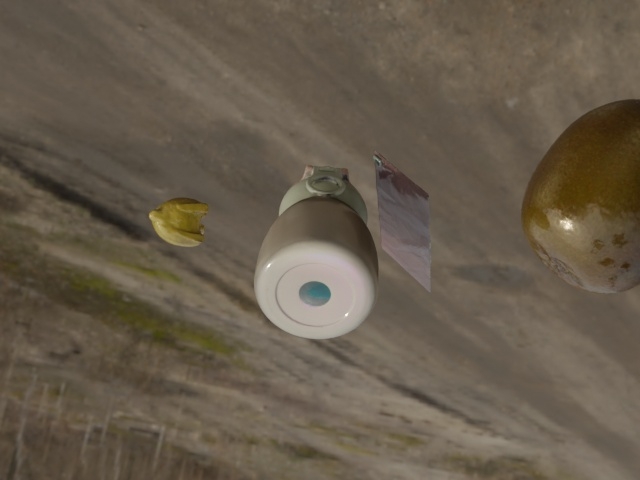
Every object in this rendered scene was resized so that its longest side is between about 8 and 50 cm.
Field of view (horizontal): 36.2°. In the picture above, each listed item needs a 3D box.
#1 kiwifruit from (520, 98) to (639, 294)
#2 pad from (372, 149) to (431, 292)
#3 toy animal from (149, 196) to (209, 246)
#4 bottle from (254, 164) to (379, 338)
[{"bbox_3d":[0.347,-0.056,1.145,0.196,0.234,0.196,36,166,10],"label":"kiwifruit"},{"bbox_3d":[0.108,-0.022,1.296,0.113,0.006,0.188,43,155,36],"label":"pad"},{"bbox_3d":[-0.214,-0.026,1.439,0.083,0.070,0.159,9,176,-12],"label":"toy animal"},{"bbox_3d":[0.000,0.000,1.235,0.147,0.236,0.147,2,123,3],"label":"bottle"}]
